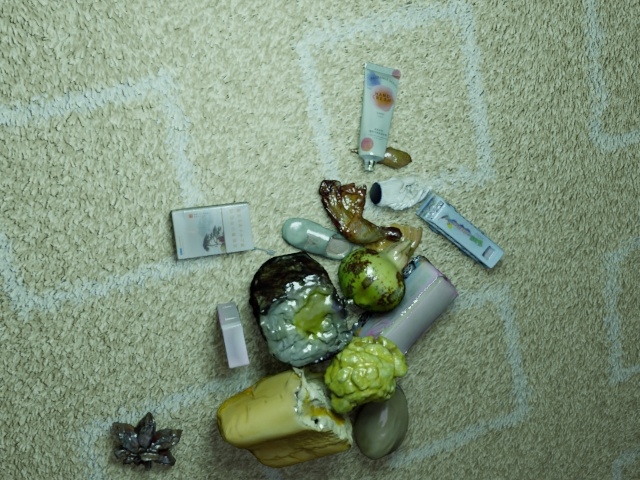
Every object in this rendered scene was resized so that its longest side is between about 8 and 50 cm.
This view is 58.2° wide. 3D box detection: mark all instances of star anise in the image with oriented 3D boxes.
[{"bbox_3d":[-0.556,0.660,1.862,0.220,0.099,0.214,0,114,-16],"label":"star anise"}]

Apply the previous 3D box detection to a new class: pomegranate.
[{"bbox_3d":[0.194,0.108,1.860,0.277,0.204,0.222,-36,103,16],"label":"pomegranate"}]

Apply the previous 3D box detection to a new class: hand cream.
[{"bbox_3d":[0.177,-0.382,1.800,0.125,0.078,0.340,9,87,-17],"label":"hand cream"}]

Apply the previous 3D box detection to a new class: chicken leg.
[{"bbox_3d":[0.120,-0.082,1.864,0.177,0.083,0.322,-43,99,-20],"label":"chicken leg"}]

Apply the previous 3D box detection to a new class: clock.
[{"bbox_3d":[-0.275,0.290,1.793,0.063,0.197,0.150,-11,107,-12],"label":"clock"}]

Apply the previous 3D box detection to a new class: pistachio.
[{"bbox_3d":[0.223,0.647,2.045,0.198,0.166,0.287,19,99,-5],"label":"pistachio"}]

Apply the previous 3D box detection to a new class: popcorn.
[{"bbox_3d":[0.131,0.411,1.781,0.235,0.250,0.242,46,113,-5],"label":"popcorn"}]

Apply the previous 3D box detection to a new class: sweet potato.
[{"bbox_3d":[0.208,-0.273,1.860,0.226,0.068,0.068,7,102,-17],"label":"sweet potato"}]

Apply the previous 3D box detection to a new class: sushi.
[{"bbox_3d":[-0.067,0.215,1.783,0.281,0.294,0.299,-32,111,-6],"label":"sushi"}]

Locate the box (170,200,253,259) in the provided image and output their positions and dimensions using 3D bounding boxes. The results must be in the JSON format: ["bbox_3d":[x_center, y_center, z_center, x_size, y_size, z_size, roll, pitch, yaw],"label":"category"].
[{"bbox_3d":[-0.329,-0.032,1.757,0.233,0.067,0.149,-7,100,-13],"label":"box"}]

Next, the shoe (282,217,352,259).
[{"bbox_3d":[0.000,0.000,1.851,0.251,0.100,0.103,16,99,-23],"label":"shoe"}]

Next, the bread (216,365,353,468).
[{"bbox_3d":[-0.130,0.553,1.837,0.395,0.250,0.361,-22,136,20],"label":"bread"}]

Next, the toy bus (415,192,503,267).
[{"bbox_3d":[0.486,-0.026,1.966,0.330,0.136,0.109,35,95,-20],"label":"toy bus"}]

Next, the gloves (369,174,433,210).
[{"bbox_3d":[0.266,-0.158,1.883,0.229,0.097,0.119,-7,73,-20],"label":"gloves"}]

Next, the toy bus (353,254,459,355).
[{"bbox_3d":[0.288,0.247,1.967,0.171,0.162,0.386,42,90,-22],"label":"toy bus"}]

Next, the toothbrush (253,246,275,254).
[{"bbox_3d":[-0.225,0.025,1.838,0.167,0.011,0.014,12,106,-19],"label":"toothbrush"}]

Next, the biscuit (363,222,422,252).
[{"bbox_3d":[0.240,0.009,1.959,0.225,0.033,0.144,5,102,-17],"label":"biscuit"}]
